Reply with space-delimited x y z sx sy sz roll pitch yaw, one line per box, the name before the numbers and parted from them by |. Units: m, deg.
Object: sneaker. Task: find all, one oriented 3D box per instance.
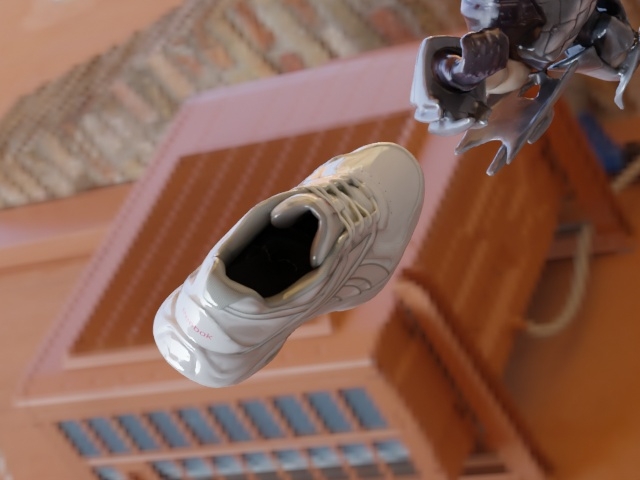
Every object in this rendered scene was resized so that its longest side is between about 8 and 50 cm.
sneaker | 0.000 0.000 1.232 0.090 0.115 0.232 43 -126 7

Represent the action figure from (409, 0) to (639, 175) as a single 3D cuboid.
action figure | 0.063 -0.144 0.839 0.285 0.099 0.185 37 -117 -34
